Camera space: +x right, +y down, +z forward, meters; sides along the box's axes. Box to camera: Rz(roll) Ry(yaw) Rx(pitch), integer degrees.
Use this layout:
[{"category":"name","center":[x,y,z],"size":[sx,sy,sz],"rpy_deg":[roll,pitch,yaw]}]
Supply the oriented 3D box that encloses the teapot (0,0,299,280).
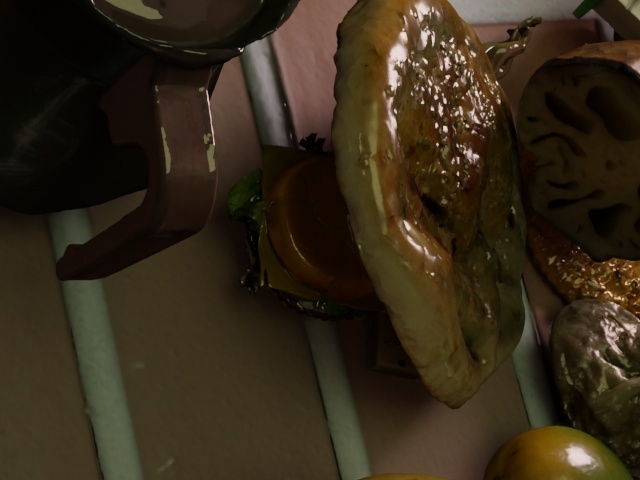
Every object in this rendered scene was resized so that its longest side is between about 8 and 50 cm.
[{"category":"teapot","center":[-0.173,-0.164,1.234],"size":[0.306,0.362,0.376],"rpy_deg":[-1,75,-30]}]

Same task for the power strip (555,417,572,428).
[{"category":"power strip","center":[0.265,0.234,1.548],"size":[0.051,0.019,0.136],"rpy_deg":[-38,94,-35]}]

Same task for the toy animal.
[{"category":"toy animal","center":[0.144,-0.187,1.599],"size":[0.220,0.069,0.086],"rpy_deg":[-30,110,-28]}]

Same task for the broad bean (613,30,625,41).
[{"category":"broad bean","center":[0.348,-0.175,1.716],"size":[0.061,0.046,0.195],"rpy_deg":[-20,88,-39]}]

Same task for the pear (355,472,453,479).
[{"category":"pear","center":[0.063,0.349,1.216],"size":[0.348,0.348,0.348],"rpy_deg":[10,69,-26]}]

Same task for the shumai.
[{"category":"shumai","center":[0.329,0.129,1.537],"size":[0.209,0.153,0.161],"rpy_deg":[52,38,-9]}]

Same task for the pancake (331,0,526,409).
[{"category":"pancake","center":[0.110,-0.043,1.420],"size":[0.387,0.082,0.386],"rpy_deg":[26,61,-59]}]

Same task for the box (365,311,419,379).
[{"category":"box","center":[0.071,0.084,1.488],"size":[0.053,0.024,0.083],"rpy_deg":[15,68,-24]}]

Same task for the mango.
[{"category":"mango","center":[0.240,0.287,1.468],"size":[0.156,0.114,0.251],"rpy_deg":[-38,106,-43]}]

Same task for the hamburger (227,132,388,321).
[{"category":"hamburger","center":[-0.003,-0.003,1.435],"size":[0.190,0.093,0.164],"rpy_deg":[25,61,-22]}]

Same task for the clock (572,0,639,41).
[{"category":"clock","center":[0.433,-0.236,1.669],"size":[0.255,0.106,0.220],"rpy_deg":[44,74,-2]}]

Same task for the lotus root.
[{"category":"lotus root","center":[0.300,-0.108,1.544],"size":[0.199,0.188,0.180],"rpy_deg":[36,40,10]}]

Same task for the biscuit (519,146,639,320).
[{"category":"biscuit","center":[0.311,-0.040,1.635],"size":[0.254,0.035,0.253],"rpy_deg":[4,80,-21]}]
